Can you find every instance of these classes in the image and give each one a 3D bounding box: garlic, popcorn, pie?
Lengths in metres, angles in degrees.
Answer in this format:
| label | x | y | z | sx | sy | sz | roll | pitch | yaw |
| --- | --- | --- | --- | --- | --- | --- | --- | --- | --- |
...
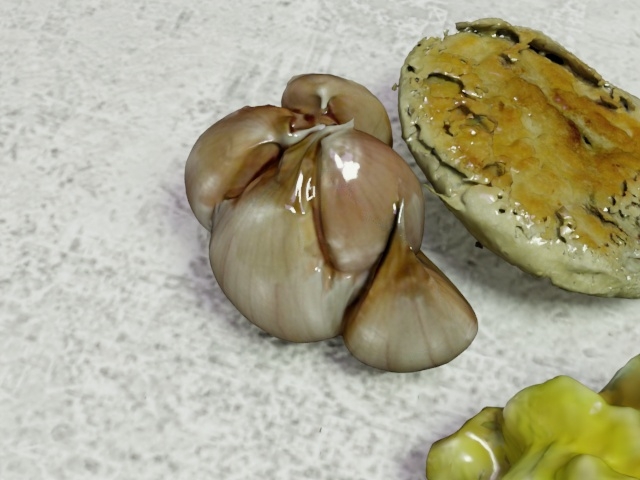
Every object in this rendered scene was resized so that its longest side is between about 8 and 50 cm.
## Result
| label | x | y | z | sx | sy | sz | roll | pitch | yaw |
| --- | --- | --- | --- | --- | --- | --- | --- | --- | --- |
| garlic | 0.000 | 0.000 | 0.603 | 0.160 | 0.191 | 0.214 | -22 | 74 | 12 |
| popcorn | 0.180 | 0.171 | 0.495 | 0.237 | 0.206 | 0.251 | -44 | 54 | -7 |
| pie | 0.181 | -0.069 | 0.668 | 0.274 | 0.055 | 0.274 | 15 | 48 | -17 |
